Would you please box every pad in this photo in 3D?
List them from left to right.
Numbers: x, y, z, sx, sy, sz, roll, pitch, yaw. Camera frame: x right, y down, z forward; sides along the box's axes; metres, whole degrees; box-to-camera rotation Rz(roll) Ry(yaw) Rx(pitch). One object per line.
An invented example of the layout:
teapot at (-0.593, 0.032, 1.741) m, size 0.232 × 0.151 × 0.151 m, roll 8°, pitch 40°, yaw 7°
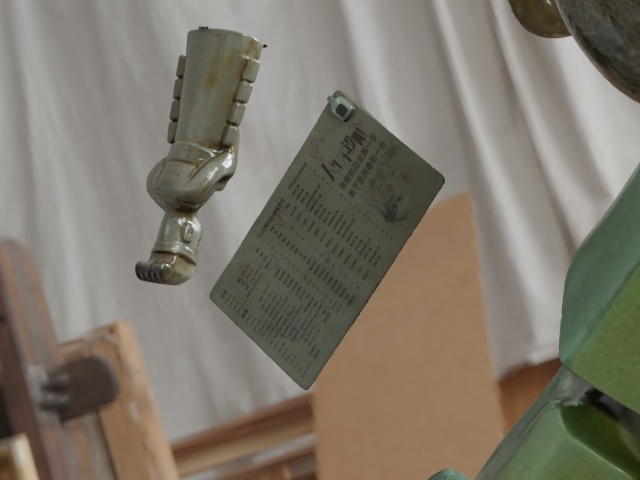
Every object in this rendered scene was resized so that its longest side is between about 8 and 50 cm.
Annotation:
pad at (0.000, 0.000, 1.649) m, size 0.009 × 0.159 × 0.265 m, roll 3°, pitch -56°, yaw -57°

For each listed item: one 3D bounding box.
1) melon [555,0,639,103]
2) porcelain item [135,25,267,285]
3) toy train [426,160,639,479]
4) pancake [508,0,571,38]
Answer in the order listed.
melon at (0.298, -0.232, 1.311) m, size 0.237 × 0.301 × 0.237 m, roll -14°, pitch -35°, yaw -10°
porcelain item at (-0.100, -0.065, 1.354) m, size 0.084 × 0.213 × 0.054 m, roll 4°, pitch -12°, yaw 46°
toy train at (0.178, 0.126, 0.695) m, size 0.160 × 0.253 × 0.397 m, roll -52°, pitch -8°, yaw -51°
pancake at (0.288, -0.323, 1.752) m, size 0.242 × 0.050 × 0.242 m, roll -26°, pitch -45°, yaw -30°
